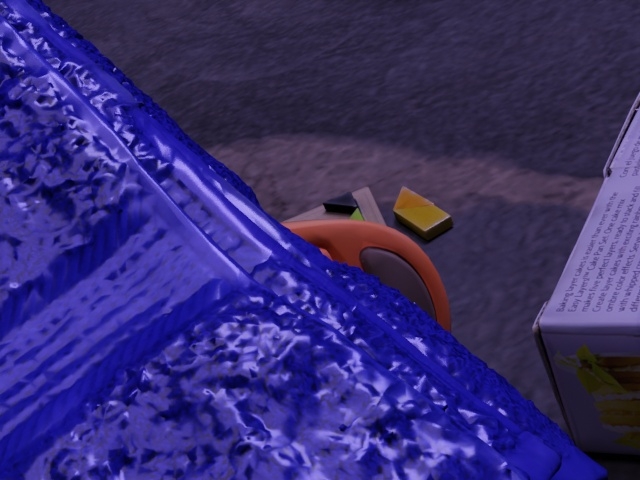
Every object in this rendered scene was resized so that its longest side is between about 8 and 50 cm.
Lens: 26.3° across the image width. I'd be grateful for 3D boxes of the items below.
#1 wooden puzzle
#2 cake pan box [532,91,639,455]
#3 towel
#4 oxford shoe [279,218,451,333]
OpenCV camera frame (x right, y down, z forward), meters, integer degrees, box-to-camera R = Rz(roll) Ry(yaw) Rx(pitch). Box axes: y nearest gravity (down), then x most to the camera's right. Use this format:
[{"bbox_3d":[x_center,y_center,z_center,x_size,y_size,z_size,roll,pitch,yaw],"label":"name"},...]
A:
[{"bbox_3d":[0.000,0.000,0.667,0.116,0.014,0.078,-26,30,-5],"label":"wooden puzzle"},{"bbox_3d":[0.234,-0.028,0.499,0.246,0.070,0.267,-1,37,30],"label":"cake pan box"},{"bbox_3d":[-0.100,0.040,0.393,0.228,0.076,0.308,-37,60,-23],"label":"towel"},{"bbox_3d":[-0.129,0.072,0.536,0.364,0.130,0.133,-20,17,-5],"label":"oxford shoe"}]
